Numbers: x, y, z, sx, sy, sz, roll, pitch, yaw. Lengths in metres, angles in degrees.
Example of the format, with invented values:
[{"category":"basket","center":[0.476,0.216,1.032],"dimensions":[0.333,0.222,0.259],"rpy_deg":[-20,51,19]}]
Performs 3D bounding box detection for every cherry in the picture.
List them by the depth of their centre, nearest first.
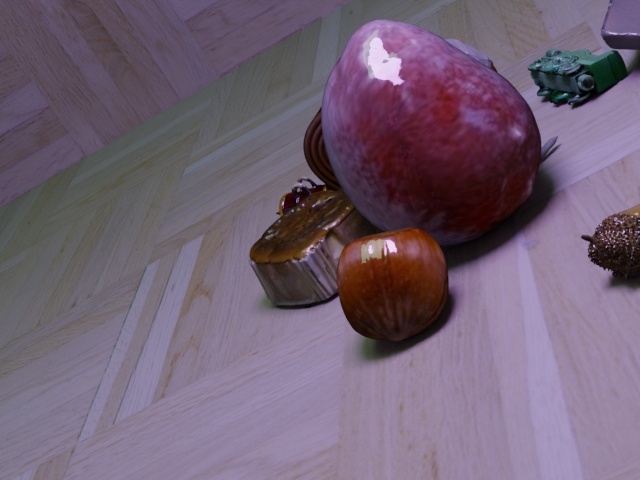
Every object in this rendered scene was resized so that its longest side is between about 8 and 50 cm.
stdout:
[{"category":"cherry","center":[0.152,-0.149,1.869],"dimensions":[0.291,0.335,0.326],"rpy_deg":[-52,-2,-5]}]

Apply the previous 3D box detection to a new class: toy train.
[{"category":"toy train","center":[0.412,-0.276,2.109],"dimensions":[0.104,0.071,0.178],"rpy_deg":[-29,19,-11]}]

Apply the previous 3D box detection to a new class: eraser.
[{"category":"eraser","center":[0.542,-0.415,2.082],"dimensions":[0.111,0.077,0.352],"rpy_deg":[6,49,22]}]

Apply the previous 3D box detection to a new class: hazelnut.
[{"category":"hazelnut","center":[0.095,0.059,1.708],"dimensions":[0.150,0.150,0.150],"rpy_deg":[-29,19,11]}]

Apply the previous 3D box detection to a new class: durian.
[{"category":"durian","center":[0.350,0.005,1.503],"dimensions":[0.091,0.080,0.080],"rpy_deg":[14,28,2]}]

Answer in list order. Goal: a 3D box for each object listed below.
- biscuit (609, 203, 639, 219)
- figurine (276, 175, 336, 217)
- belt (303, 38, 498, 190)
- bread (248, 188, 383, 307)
[{"category":"biscuit","center":[0.435,-0.059,1.597],"dimensions":[0.174,0.039,0.183],"rpy_deg":[-26,20,26]},{"category":"figurine","center":[-0.023,-0.064,2.248],"dimensions":[0.154,0.098,0.082],"rpy_deg":[-11,32,42]},{"category":"belt","center":[0.137,-0.200,2.134],"dimensions":[0.338,0.217,0.122],"rpy_deg":[-20,24,29]},{"category":"bread","center":[-0.002,0.000,2.036],"dimensions":[0.210,0.110,0.192],"rpy_deg":[-44,23,-29]}]
